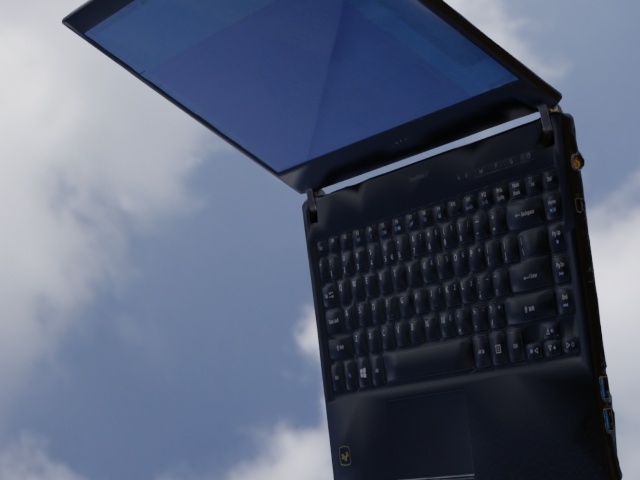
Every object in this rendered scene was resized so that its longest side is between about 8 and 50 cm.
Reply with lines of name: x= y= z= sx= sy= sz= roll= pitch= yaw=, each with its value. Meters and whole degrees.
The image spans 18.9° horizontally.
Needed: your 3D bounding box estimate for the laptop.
laptop: x=0.000 y=0.000 z=0.867 sx=0.136 sy=0.234 sz=0.264 roll=-3 pitch=-97 yaw=-29
